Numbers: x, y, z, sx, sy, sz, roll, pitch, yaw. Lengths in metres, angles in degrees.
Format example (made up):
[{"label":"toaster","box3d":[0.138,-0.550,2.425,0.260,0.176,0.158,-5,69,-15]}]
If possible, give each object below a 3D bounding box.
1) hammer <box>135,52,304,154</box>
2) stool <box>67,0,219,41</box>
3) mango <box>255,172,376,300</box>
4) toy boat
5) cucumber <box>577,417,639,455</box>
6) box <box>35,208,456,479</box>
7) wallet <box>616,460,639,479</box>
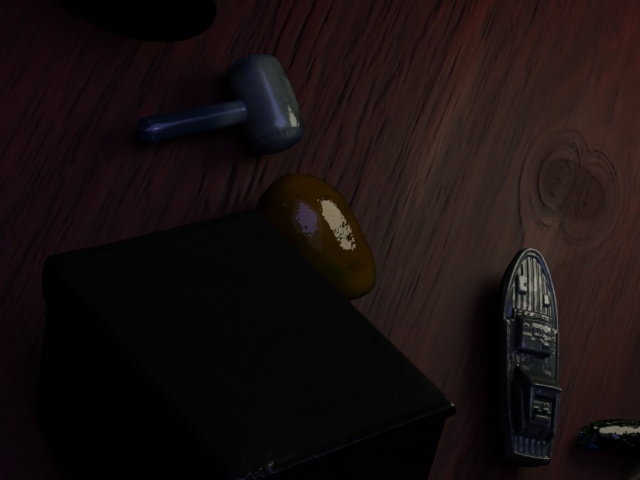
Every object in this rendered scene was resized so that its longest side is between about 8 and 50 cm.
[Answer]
[{"label":"hammer","box3d":[-0.117,-0.141,2.024,0.194,0.069,0.116,-15,78,-26]},{"label":"stool","box3d":[-0.175,-0.378,2.021,0.179,0.179,0.264,21,62,-18]},{"label":"mango","box3d":[-0.005,0.001,2.008,0.111,0.089,0.163,-33,95,-34]},{"label":"toy boat","box3d":[0.239,0.128,2.079,0.078,0.085,0.260,13,65,-21]},{"label":"cucumber","box3d":[0.416,0.239,2.150,0.256,0.043,0.044,9,61,-22]},{"label":"box","box3d":[-0.084,0.162,1.747,0.251,0.204,0.345,-16,44,-32]},{"label":"wallet","box3d":[0.369,0.343,2.066,0.309,0.042,0.165,-32,96,-26]}]
